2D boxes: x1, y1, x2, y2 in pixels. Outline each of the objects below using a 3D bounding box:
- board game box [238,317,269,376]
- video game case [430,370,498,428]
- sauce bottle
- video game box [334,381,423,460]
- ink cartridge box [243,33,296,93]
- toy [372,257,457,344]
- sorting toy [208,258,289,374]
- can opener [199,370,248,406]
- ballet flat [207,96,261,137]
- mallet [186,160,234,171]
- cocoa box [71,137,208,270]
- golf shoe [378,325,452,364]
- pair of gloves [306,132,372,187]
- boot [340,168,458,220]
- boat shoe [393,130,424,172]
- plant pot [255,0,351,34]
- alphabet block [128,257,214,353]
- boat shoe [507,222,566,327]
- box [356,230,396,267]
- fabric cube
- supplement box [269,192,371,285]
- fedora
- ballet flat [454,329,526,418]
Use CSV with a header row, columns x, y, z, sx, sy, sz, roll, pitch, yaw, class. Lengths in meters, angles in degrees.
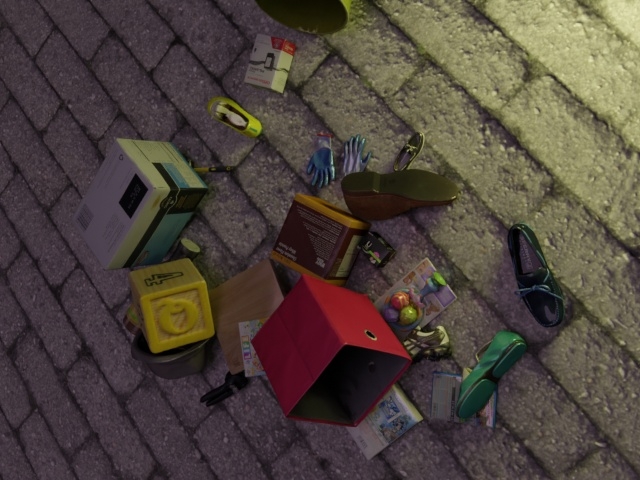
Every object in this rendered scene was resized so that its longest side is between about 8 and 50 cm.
x,y,z,sx,sy,sz,roll,pitch,yaw,class
-0.172,0.299,1.922,0.103,0.026,0.154,-13,81,28,board game box
0.361,0.401,1.734,0.166,0.015,0.119,3,88,29,video game case
-0.497,0.147,2.166,0.111,0.111,0.344,41,105,24,sauce bottle
0.141,0.446,1.834,0.187,0.048,0.205,-44,69,22,video game box
-0.151,-0.523,2.038,0.109,0.063,0.151,20,96,28,ink cartridge box
0.225,0.169,1.799,0.237,0.056,0.137,-43,67,20,toy
-0.182,0.220,1.999,0.257,0.089,0.256,-29,74,25,sorting toy
-0.290,0.453,2.074,0.059,0.073,0.186,42,115,-17,can opener
-0.276,-0.384,2.091,0.231,0.077,0.077,33,104,26,ballet flat
-0.354,-0.212,2.152,0.189,0.039,0.062,9,92,25,mallet
-0.559,-0.111,2.123,0.231,0.228,0.347,49,118,21,cocoa box
0.241,0.273,1.783,0.198,0.077,0.094,-13,68,22,golf shoe
0.051,-0.222,1.935,0.198,0.023,0.159,7,91,30,pair of gloves
0.211,-0.113,1.813,0.305,0.115,0.112,3,44,17,boot
0.232,-0.234,1.826,0.046,0.038,0.125,39,105,25,boat shoe
-0.014,-0.771,1.889,0.274,0.275,0.294,10,75,29,plant pot
-0.438,0.186,2.015,0.197,0.193,0.193,-140,39,-58,alphabet block
0.495,0.086,1.635,0.109,0.089,0.258,-29,74,24,boat shoe
0.150,0.024,1.850,0.083,0.052,0.062,46,109,24,box
0.024,0.282,1.746,0.259,0.254,0.258,-53,42,19,fabric cube
0.000,0.000,1.889,0.191,0.129,0.194,27,100,27,supplement box
-0.435,0.337,2.085,0.275,0.244,0.124,-1,116,21,fedora
0.400,0.321,1.679,0.247,0.083,0.087,-53,36,7,ballet flat
